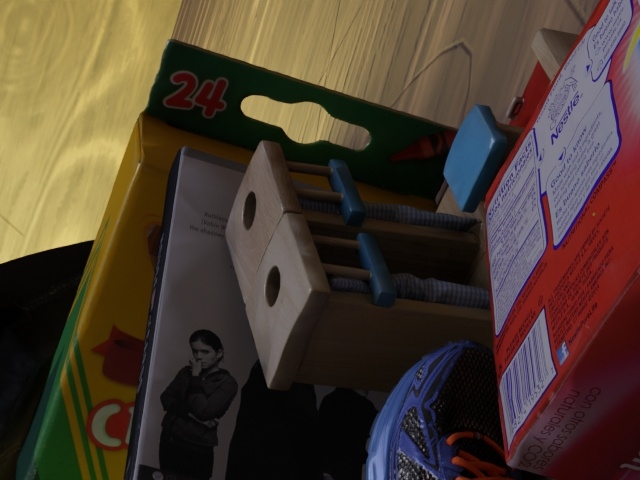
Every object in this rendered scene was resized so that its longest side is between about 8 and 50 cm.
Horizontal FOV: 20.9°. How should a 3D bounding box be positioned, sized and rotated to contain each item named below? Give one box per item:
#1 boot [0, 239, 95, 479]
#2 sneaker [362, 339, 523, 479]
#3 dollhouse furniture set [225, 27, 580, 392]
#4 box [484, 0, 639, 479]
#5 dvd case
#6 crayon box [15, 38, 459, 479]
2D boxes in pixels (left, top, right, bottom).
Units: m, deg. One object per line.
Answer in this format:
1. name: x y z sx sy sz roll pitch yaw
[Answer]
1. boot: -0.212 0.152 1.371 0.367 0.146 0.445 -69 -11 19
2. sneaker: 0.072 0.143 0.770 0.087 0.083 0.221 -37 42 47
3. dollhouse furniture set: 0.049 -0.030 0.864 0.129 0.129 0.183 -110 35 -49
4. box: 0.154 -0.043 0.507 0.128 0.123 0.257 -90 20 -49
5. dvd case: -0.005 0.064 0.919 0.238 0.179 0.029 -86 19 -44
6. crayon box: -0.053 0.054 1.082 0.081 0.202 0.318 -101 29 -63
